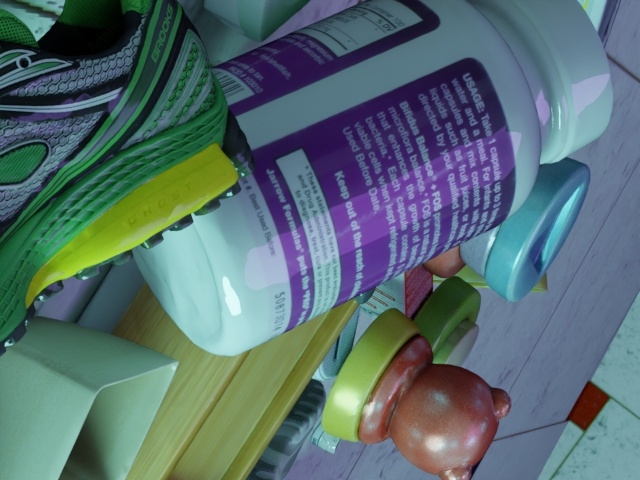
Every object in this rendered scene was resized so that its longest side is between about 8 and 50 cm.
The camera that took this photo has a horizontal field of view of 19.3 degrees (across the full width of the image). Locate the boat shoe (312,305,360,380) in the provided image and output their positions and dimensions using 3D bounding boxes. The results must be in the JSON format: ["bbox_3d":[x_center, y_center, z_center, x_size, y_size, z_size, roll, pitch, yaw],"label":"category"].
[{"bbox_3d":[0.000,0.000,1.526,0.083,0.076,0.226,-5,112,-61],"label":"boat shoe"}]

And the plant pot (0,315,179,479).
[{"bbox_3d":[-0.171,0.105,1.179,0.109,0.096,0.109,-64,163,15],"label":"plant pot"}]

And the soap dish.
[{"bbox_3d":[-0.082,0.080,1.351,0.291,0.118,0.229,-57,163,-5],"label":"soap dish"}]

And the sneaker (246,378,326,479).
[{"bbox_3d":[-0.083,0.213,1.590,0.281,0.105,0.115,-37,152,-52],"label":"sneaker"}]

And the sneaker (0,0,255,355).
[{"bbox_3d":[-0.191,-0.026,0.919,0.343,0.134,0.146,-37,117,-36],"label":"sneaker"}]

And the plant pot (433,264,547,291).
[{"bbox_3d":[0.171,0.000,1.948,0.134,0.134,0.095,17,77,-72],"label":"plant pot"}]

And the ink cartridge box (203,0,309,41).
[{"bbox_3d":[0.008,-0.257,1.161,0.181,0.056,0.224,-45,159,-40],"label":"ink cartridge box"}]

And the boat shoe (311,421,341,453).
[{"bbox_3d":[0.032,0.183,1.980,0.100,0.035,0.035,-49,160,-30],"label":"boat shoe"}]

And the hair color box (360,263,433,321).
[{"bbox_3d":[0.048,0.012,1.646,0.053,0.093,0.167,-53,163,-21],"label":"hair color box"}]

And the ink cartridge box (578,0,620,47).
[{"bbox_3d":[0.257,-0.290,1.675,0.307,0.072,0.303,103,9,-47],"label":"ink cartridge box"}]

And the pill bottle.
[{"bbox_3d":[0.030,-0.061,1.189,0.301,0.169,0.169,-25,150,-21],"label":"pill bottle"}]

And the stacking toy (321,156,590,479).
[{"bbox_3d":[0.152,0.061,1.640,0.309,0.130,0.279,-62,163,5],"label":"stacking toy"}]
